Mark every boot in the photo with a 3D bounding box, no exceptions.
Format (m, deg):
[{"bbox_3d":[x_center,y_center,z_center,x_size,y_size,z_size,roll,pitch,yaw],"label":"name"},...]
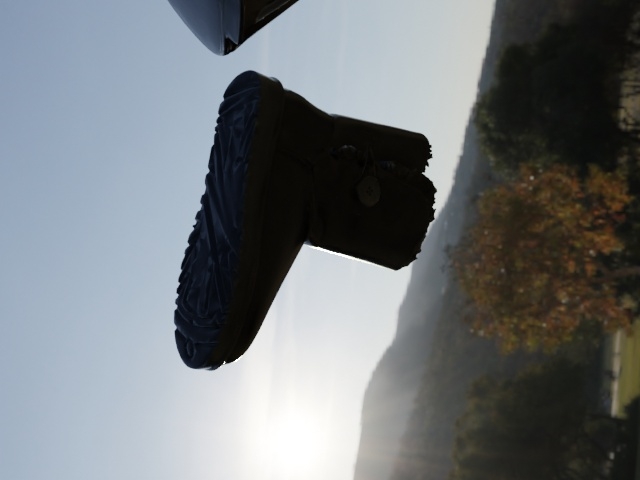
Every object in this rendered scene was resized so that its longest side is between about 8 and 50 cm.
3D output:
[{"bbox_3d":[0.000,0.000,0.683,0.207,0.094,0.246,17,-102,-34],"label":"boot"}]

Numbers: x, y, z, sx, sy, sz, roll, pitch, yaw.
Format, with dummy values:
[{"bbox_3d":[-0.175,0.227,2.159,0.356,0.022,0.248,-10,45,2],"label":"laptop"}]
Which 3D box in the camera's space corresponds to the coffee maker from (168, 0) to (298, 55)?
[{"bbox_3d":[-0.015,-0.213,0.468,0.178,0.120,0.171,-37,-31,-18],"label":"coffee maker"}]
